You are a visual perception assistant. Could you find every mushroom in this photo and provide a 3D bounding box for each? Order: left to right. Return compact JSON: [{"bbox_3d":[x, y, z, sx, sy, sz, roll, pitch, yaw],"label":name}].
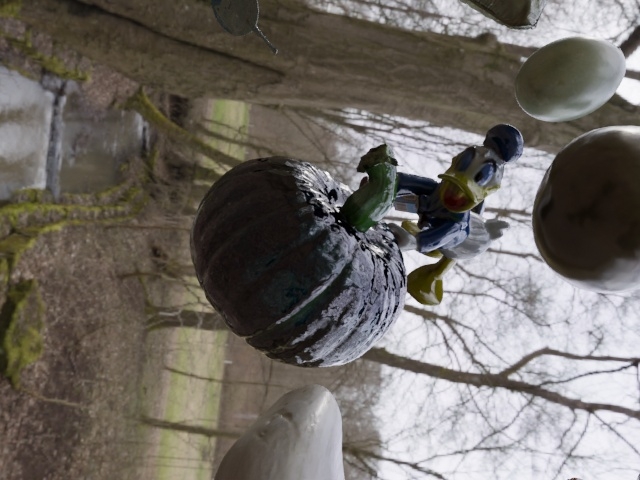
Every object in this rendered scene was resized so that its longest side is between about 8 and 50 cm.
[{"bbox_3d":[-0.035,0.172,0.324,0.225,0.093,0.116,-44,146,-68],"label":"mushroom"}]

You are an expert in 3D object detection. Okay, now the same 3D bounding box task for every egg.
[{"bbox_3d":[0.351,-0.228,0.815,0.114,0.152,0.114,-21,90,-84],"label":"egg"}]

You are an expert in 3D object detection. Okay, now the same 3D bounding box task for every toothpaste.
[{"bbox_3d":[0.265,-0.089,1.280,0.044,0.194,0.070,67,40,-55],"label":"toothpaste"}]

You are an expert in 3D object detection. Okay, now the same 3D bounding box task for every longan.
[{"bbox_3d":[0.609,-0.062,1.182,0.361,0.361,0.360,-172,-90,-81],"label":"longan"}]

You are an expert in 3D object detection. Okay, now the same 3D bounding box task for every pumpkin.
[{"bbox_3d":[0.000,0.000,0.617,0.248,0.248,0.247,-172,-90,-81],"label":"pumpkin"}]

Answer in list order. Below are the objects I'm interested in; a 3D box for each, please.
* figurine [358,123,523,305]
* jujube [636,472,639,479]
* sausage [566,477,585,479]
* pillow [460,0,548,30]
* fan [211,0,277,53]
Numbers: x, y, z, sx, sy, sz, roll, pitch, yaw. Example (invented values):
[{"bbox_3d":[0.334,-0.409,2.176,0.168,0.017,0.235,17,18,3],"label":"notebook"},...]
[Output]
[{"bbox_3d":[0.187,-0.070,0.930,0.338,0.284,0.204,125,-33,-43],"label":"figurine"},{"bbox_3d":[0.535,0.313,0.739,0.213,0.233,0.212,-171,-90,-67],"label":"jujube"},{"bbox_3d":[0.569,0.534,1.156,0.043,0.186,0.043,-51,-175,6],"label":"sausage"},{"bbox_3d":[0.213,-0.351,0.589,0.302,0.185,0.075,-51,160,-7],"label":"pillow"},{"bbox_3d":[-0.140,-0.416,1.081,0.005,0.175,0.113,-42,180,-43],"label":"fan"}]
